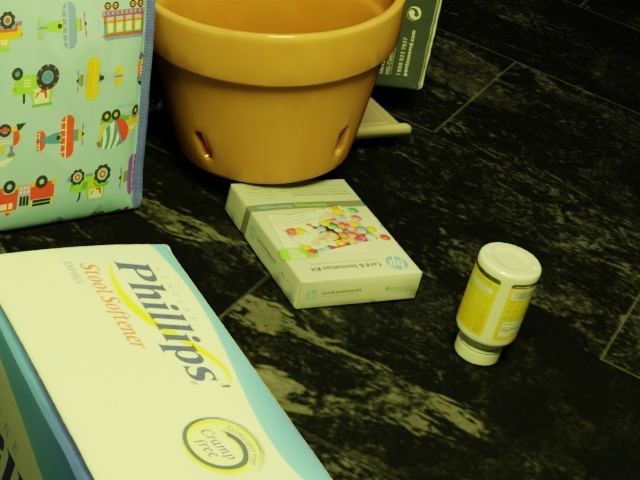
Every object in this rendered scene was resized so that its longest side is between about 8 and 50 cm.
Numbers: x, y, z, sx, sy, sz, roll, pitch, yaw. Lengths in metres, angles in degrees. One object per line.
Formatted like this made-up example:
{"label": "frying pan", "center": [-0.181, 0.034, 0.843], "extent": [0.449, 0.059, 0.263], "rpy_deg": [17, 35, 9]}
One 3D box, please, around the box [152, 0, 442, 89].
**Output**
{"label": "box", "center": [-0.067, -0.359, 1.885], "extent": [0.396, 0.212, 0.293], "rpy_deg": [3, 27, -14]}

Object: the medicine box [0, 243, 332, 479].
{"label": "medicine box", "center": [-0.136, 0.192, 0.923], "extent": [0.149, 0.289, 0.263], "rpy_deg": [-5, 36, -32]}

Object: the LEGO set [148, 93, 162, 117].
{"label": "LEGO set", "center": [-0.221, -0.163, 1.731], "extent": [0.054, 0.023, 0.083], "rpy_deg": [-8, 25, -38]}

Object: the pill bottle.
{"label": "pill bottle", "center": [0.172, 0.065, 1.446], "extent": [0.065, 0.116, 0.065], "rpy_deg": [12, 30, -7]}

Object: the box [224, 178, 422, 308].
{"label": "box", "center": [0.000, 0.000, 1.550], "extent": [0.145, 0.038, 0.186], "rpy_deg": [-4, 37, -29]}

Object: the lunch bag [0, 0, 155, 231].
{"label": "lunch bag", "center": [-0.277, -0.168, 1.439], "extent": [0.221, 0.293, 0.138], "rpy_deg": [-12, 41, -39]}

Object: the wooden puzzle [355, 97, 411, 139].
{"label": "wooden puzzle", "center": [-0.037, -0.171, 1.813], "extent": [0.221, 0.044, 0.239], "rpy_deg": [-7, 33, -34]}

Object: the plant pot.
{"label": "plant pot", "center": [-0.059, -0.197, 1.599], "extent": [0.291, 0.203, 0.291], "rpy_deg": [3, 34, -2]}
